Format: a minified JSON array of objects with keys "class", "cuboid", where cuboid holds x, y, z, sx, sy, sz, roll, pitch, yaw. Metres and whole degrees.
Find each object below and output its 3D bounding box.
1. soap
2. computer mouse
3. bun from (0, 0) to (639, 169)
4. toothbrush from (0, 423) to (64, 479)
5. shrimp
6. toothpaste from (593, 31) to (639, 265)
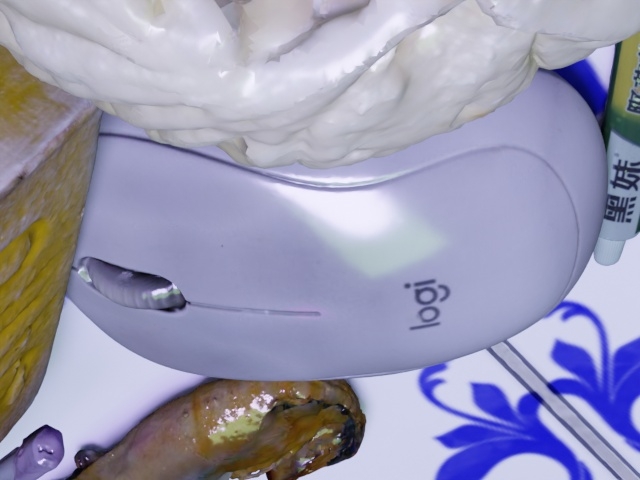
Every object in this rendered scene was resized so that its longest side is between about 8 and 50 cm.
[{"class":"soap","cuboid":[-0.191,0.031,0.740,0.089,0.173,0.274,35,144,9]},{"class":"computer mouse","cuboid":[0.000,0.000,0.800,0.297,0.121,0.184,-5,134,-1]},{"class":"bun","cuboid":[0.012,-0.174,0.565,0.353,0.227,0.349,-2,131,-4]},{"class":"toothbrush","cuboid":[-0.215,0.166,0.926,0.029,0.024,0.354,20,150,-23]},{"class":"shrimp","cuboid":[-0.087,0.156,0.977,0.262,0.066,0.117,-31,128,27]},{"class":"toothpaste","cuboid":[0.162,-0.067,0.805,0.049,0.031,0.204,1,130,-4]}]
